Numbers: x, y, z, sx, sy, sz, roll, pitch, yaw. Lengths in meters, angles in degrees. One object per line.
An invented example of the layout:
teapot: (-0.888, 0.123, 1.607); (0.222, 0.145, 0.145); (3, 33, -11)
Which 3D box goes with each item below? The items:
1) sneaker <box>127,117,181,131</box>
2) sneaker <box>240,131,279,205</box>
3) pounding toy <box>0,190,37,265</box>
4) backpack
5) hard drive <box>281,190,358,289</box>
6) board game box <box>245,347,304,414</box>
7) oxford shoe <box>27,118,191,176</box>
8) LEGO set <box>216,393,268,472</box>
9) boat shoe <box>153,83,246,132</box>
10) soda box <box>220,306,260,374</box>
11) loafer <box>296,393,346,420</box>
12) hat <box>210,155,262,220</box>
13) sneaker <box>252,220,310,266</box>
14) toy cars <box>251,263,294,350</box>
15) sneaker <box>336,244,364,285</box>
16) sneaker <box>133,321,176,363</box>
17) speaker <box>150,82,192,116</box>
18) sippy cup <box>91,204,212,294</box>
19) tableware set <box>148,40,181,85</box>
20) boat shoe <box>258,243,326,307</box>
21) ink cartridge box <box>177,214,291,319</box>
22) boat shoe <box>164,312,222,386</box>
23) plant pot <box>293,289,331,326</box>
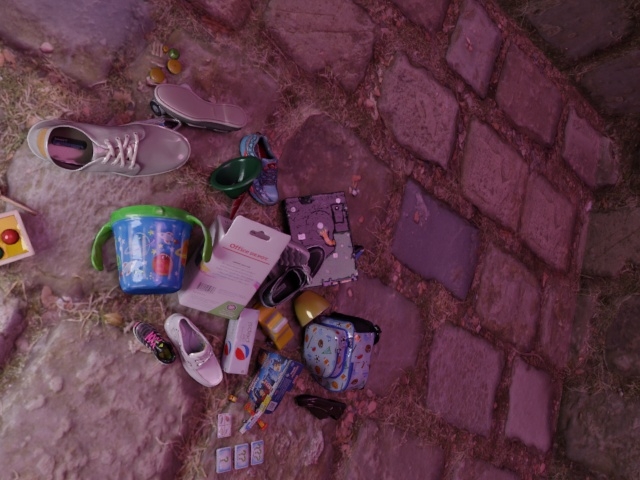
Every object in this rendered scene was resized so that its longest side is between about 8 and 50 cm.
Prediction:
sneaker: (-0.520, -0.352, 1.663); (0.191, 0.083, 0.071); (-24, 101, -34)
sneaker: (-0.199, -0.246, 1.857); (0.104, 0.125, 0.261); (-24, 99, -35)
pounding toy: (-0.826, -0.046, 1.401); (0.181, 0.094, 0.206); (-23, 99, -35)
backpack: (0.067, 0.405, 1.915); (0.213, 0.276, 0.263); (-3, 94, -31)
hard drive: (0.000, 0.000, 1.964); (0.237, 0.064, 0.338); (-9, 85, -17)
board game box: (-0.164, 0.451, 1.796); (0.060, 0.194, 0.194); (30, 89, -33)
oxford shoe: (-0.589, -0.261, 1.549); (0.449, 0.130, 0.169); (0, 109, -34)
LEGO set: (-0.252, 0.632, 1.776); (0.182, 0.060, 0.244); (6, 82, -39)
boat shoe: (-0.393, -0.406, 1.720); (0.335, 0.095, 0.112); (7, 69, -44)
soda box: (-0.267, 0.327, 1.771); (0.074, 0.069, 0.216); (15, 83, -35)
loafer: (0.005, 0.612, 1.947); (0.220, 0.080, 0.078); (23, 72, -32)
hat: (-0.270, -0.159, 1.832); (0.208, 0.173, 0.183); (-24, 132, -6)
sneaker: (-0.153, -0.007, 1.798); (0.115, 0.281, 0.105); (-51, 154, -40)
toy cars: (-0.157, 0.189, 1.868); (0.176, 0.087, 0.393); (3, 83, -36)
sneaker: (0.092, 0.092, 2.073); (0.211, 0.080, 0.081); (-38, 114, -22)
sneaker: (-0.493, 0.311, 1.619); (0.063, 0.075, 0.170); (-44, 110, -30)
speaker: (-0.475, -0.453, 1.720); (0.136, 0.055, 0.055); (-43, 110, -31)
sippy cup: (-0.482, 0.038, 1.537); (0.240, 0.305, 0.224); (13, 69, -47)
tableware set: (-0.502, -0.558, 1.734); (0.104, 0.024, 0.154); (7, 80, -39)
boat shoe: (-0.078, 0.113, 1.819); (0.306, 0.105, 0.113); (-36, 101, -30)
ink cartridge box: (-0.271, 0.062, 1.658); (0.207, 0.119, 0.353); (24, 113, -33)
boat shoe: (-0.387, 0.351, 1.679); (0.098, 0.096, 0.277); (-42, 109, -32)
plant pot: (-0.042, 0.235, 1.935); (0.134, 0.134, 0.095); (-34, 83, -33)
